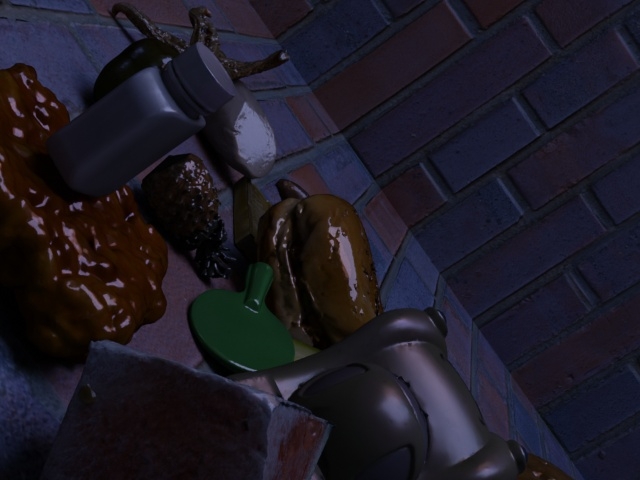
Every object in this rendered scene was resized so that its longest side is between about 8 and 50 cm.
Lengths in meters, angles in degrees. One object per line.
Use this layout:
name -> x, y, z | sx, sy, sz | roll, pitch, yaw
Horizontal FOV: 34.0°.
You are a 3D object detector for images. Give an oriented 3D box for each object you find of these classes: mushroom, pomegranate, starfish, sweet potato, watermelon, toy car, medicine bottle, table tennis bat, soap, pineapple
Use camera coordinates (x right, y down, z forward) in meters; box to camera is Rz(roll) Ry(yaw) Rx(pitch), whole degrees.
mushroom -> -0.183, -0.254, 2.007 | 0.128, 0.128, 0.350 | 40, 16, -50
pomegranate -> -0.269, -0.227, 1.601 | 0.131, 0.152, 0.191 | 47, -7, -9
starfish -> -0.224, -0.346, 1.939 | 0.327, 0.094, 0.375 | 5, 37, -15
sweet potato -> -0.002, 0.000, 2.094 | 0.292, 0.097, 0.097 | 47, 14, -9
watermelon -> -0.107, 0.191, 0.839 | 0.213, 0.201, 0.261 | 22, 52, 0
toy car -> 0.045, 0.207, 1.127 | 0.242, 0.336, 0.226 | 60, -29, 23
medicine bottle -> -0.175, -0.119, 1.045 | 0.069, 0.183, 0.119 | 60, 14, 11
table tennis bat -> -0.102, 0.106, 1.465 | 0.160, 0.039, 0.257 | 31, 28, -10
soap -> -0.114, -0.030, 1.876 | 0.092, 0.037, 0.252 | 51, 13, -25
pineapple -> -0.179, -0.026, 1.508 | 0.108, 0.108, 0.197 | -84, 151, -71

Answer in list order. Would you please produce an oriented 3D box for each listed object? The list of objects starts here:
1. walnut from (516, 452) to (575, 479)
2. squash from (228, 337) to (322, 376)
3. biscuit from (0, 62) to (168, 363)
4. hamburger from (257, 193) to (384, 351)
walnut -> 0.299, 0.476, 1.564 | 0.333, 0.333, 0.333 | 51, 13, -17
squash -> -0.008, 0.194, 1.446 | 0.204, 0.155, 0.237 | 52, 15, -20
biscuit -> -0.283, -0.028, 1.086 | 0.312, 0.110, 0.318 | 55, 13, -12
hamburger -> 0.007, 0.078, 1.701 | 0.284, 0.174, 0.304 | 43, 36, -76
